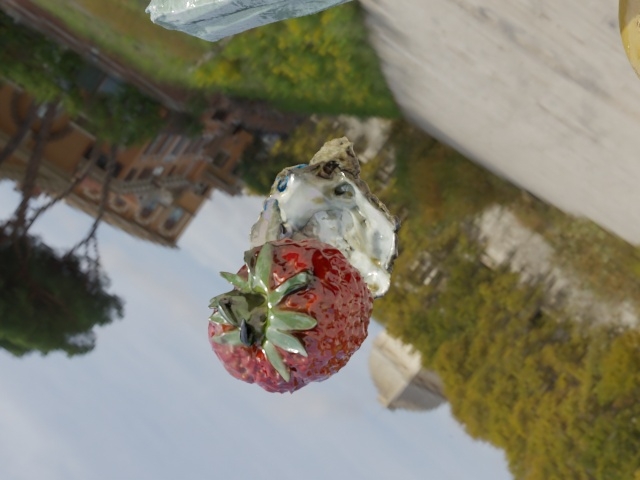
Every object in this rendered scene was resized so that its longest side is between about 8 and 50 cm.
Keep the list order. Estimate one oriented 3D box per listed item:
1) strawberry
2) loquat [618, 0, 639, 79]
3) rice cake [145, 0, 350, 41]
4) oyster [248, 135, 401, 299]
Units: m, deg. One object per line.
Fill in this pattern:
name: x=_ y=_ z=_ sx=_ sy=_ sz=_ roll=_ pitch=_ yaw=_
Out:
strawberry: x=-0.018 y=0.066 z=0.833 sx=0.131 sy=0.131 sz=0.148 roll=42 pitch=177 yaw=41
loquat: x=0.401 y=-0.226 z=0.995 sx=0.235 sy=0.235 sz=0.235 roll=36 pitch=-173 yaw=-5
rice cake: x=-0.064 y=-0.233 z=0.990 sx=0.226 sy=0.040 sz=0.085 roll=-4 pitch=168 yaw=43
oyster: x=0.000 y=0.000 z=1.389 sx=0.214 sy=0.223 sz=0.083 roll=58 pitch=-165 yaw=-2
